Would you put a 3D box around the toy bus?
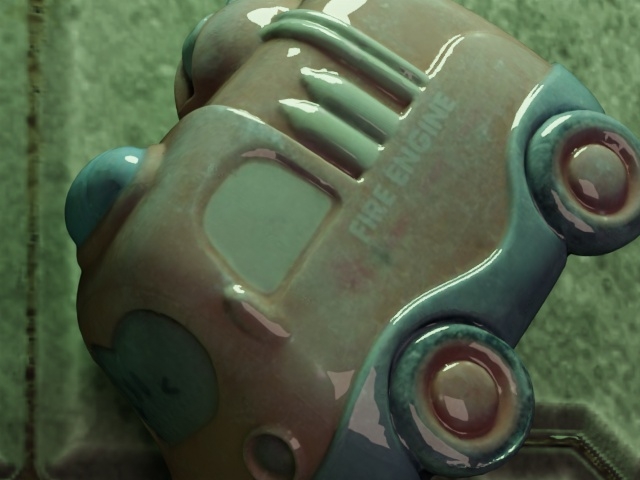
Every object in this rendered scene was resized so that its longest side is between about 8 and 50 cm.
[{"bbox_3d":[0.000,0.000,0.898,0.232,0.197,0.294,38,64,-7],"label":"toy bus"}]
